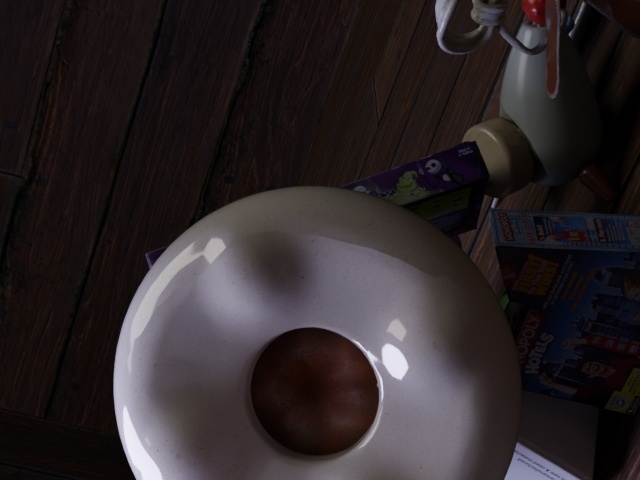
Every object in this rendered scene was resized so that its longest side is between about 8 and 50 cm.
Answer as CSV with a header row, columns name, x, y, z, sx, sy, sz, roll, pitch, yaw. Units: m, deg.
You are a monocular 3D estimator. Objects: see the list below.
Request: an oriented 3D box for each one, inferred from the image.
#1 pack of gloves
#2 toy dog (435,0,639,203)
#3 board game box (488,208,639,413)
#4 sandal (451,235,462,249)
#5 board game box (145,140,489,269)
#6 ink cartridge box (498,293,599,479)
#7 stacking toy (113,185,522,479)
name,x,y,z,sx,sy,sz,roll,pitch,yaw
pack of gloves,0.244,-0.173,1.939,0.195,0.046,0.232,-45,-24,-61
toy dog,0.255,-0.164,1.707,0.220,0.161,0.334,-41,-36,-18
board game box,0.225,0.049,1.503,0.060,0.194,0.194,-91,19,-55
sandal,0.165,0.187,1.947,0.169,0.102,0.416,8,-96,-86
board game box,0.000,0.000,1.740,0.208,0.347,0.056,83,167,-71
ink cartridge box,0.150,0.200,1.680,0.273,0.115,0.198,-43,23,41
stacking toy,0.028,0.110,1.614,0.480,0.350,0.351,-29,-44,-79
